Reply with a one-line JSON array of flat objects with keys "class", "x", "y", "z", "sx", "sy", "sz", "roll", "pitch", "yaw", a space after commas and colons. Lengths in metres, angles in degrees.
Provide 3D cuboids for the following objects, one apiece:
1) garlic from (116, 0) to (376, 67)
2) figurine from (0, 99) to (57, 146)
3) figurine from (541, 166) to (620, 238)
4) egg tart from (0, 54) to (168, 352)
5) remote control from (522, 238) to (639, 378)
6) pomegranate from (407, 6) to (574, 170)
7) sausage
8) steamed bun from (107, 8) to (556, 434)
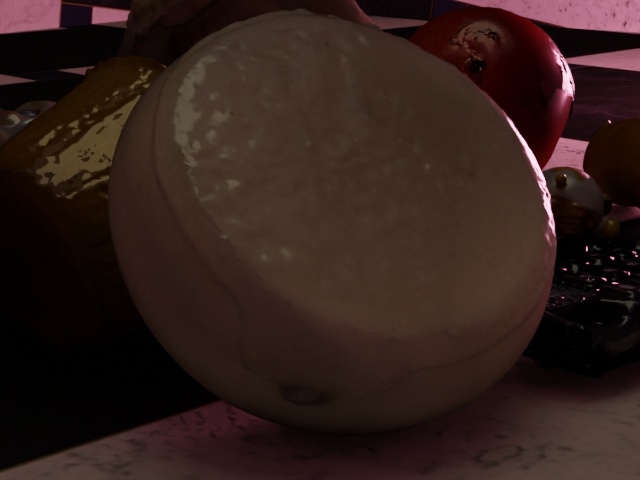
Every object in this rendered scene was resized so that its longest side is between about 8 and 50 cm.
[{"class": "garlic", "x": -0.064, "y": -0.117, "z": 1.245, "sx": 0.279, "sy": 0.325, "sz": 0.132, "roll": -28, "pitch": 29, "yaw": 20}, {"class": "figurine", "x": -0.305, "y": -0.051, "z": 1.251, "sx": 0.193, "sy": 0.133, "sz": 0.274, "roll": -19, "pitch": 11, "yaw": 28}, {"class": "figurine", "x": 0.248, "y": -0.034, "z": 1.294, "sx": 0.143, "sy": 0.068, "sz": 0.101, "roll": 9, "pitch": 12, "yaw": -41}, {"class": "egg tart", "x": -0.154, "y": -0.019, "z": 0.993, "sx": 0.215, "sy": 0.215, "sz": 0.171, "roll": 14, "pitch": 36, "yaw": 43}, {"class": "remote control", "x": 0.282, "y": 0.036, "z": 1.016, "sx": 0.398, "sy": 0.062, "sz": 0.144, "roll": -10, "pitch": 18, "yaw": -39}, {"class": "pomegranate", "x": 0.165, "y": -0.145, "z": 1.467, "sx": 0.210, "sy": 0.210, "sz": 0.235, "roll": -8, "pitch": -24, "yaw": -28}, {"class": "sausage", "x": 0.342, "y": -0.057, "z": 1.299, "sx": 0.108, "sy": 0.109, "sz": 0.270, "roll": -3, "pitch": 18, "yaw": -10}, {"class": "steamed bun", "x": 0.000, "y": 0.000, "z": 0.851, "sx": 0.283, "sy": 0.177, "sz": 0.283, "roll": 13, "pitch": 52, "yaw": -18}]
